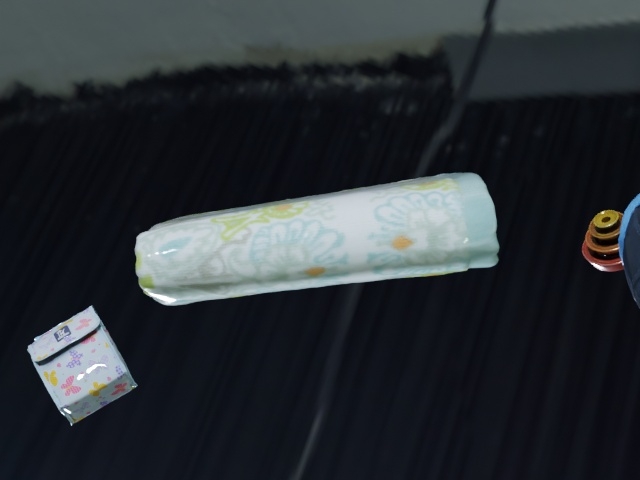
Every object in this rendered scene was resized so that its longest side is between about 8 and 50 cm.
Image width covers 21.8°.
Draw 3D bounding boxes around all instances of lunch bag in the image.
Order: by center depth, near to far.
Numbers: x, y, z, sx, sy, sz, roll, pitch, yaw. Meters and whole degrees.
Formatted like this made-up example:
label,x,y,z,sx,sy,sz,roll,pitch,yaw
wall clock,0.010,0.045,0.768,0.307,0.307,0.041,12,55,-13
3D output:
label,x,y,z,sx,sy,sz,roll,pitch,yaw
lunch bag,-0.212,0.106,1.455,0.071,0.083,0.053,-29,152,-5

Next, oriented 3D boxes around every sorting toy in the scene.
label,x,y,z,sx,sy,sz,roll,pitch,yaw
sorting toy,0.244,-0.013,1.250,0.102,0.061,0.042,-26,126,-3

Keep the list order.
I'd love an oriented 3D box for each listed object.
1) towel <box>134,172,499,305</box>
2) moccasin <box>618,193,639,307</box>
label,x,y,z,sx,sy,sz,roll,pitch,yaw
towel,0.000,0.000,1.613,0.320,0.090,0.374,-10,-178,1
moccasin,0.370,0.008,1.071,0.342,0.117,0.138,-14,128,15
